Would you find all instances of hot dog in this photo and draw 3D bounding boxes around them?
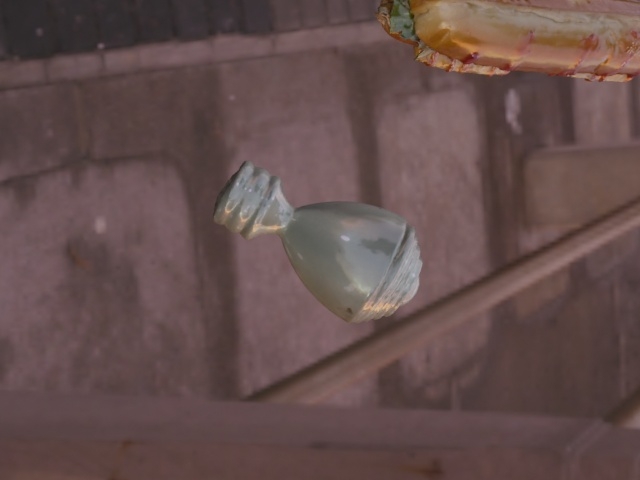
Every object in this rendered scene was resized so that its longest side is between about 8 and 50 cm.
[{"bbox_3d":[0.145,-0.150,1.011,0.250,0.104,0.076,-3,113,-30],"label":"hot dog"}]

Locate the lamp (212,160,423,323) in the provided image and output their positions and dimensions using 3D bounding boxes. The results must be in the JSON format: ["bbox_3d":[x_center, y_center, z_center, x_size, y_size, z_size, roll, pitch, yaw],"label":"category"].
[{"bbox_3d":[0.000,0.000,1.222,0.193,0.106,0.106,28,53,-7],"label":"lamp"}]
